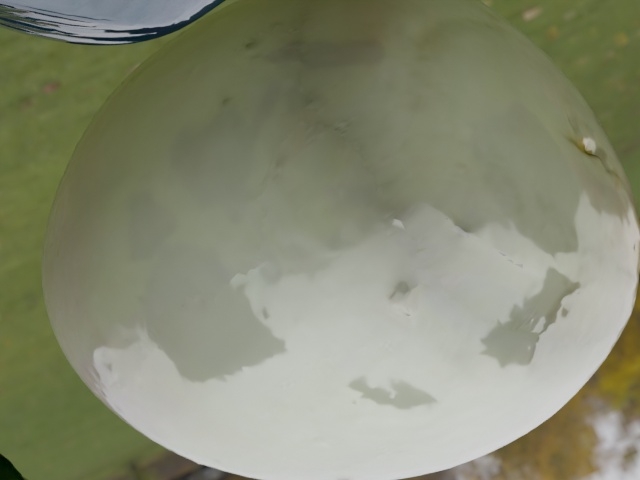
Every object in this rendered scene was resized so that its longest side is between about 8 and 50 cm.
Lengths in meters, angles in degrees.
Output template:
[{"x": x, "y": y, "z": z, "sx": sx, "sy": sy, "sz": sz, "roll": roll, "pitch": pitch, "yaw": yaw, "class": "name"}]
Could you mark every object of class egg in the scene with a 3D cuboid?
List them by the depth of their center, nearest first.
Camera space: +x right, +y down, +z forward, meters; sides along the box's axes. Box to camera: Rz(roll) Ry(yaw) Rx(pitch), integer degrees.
[{"x": 0.000, "y": 0.000, "z": 1.059, "sx": 0.345, "sy": 0.283, "sz": 0.283, "roll": -19, "pitch": 178, "yaw": 24, "class": "egg"}]

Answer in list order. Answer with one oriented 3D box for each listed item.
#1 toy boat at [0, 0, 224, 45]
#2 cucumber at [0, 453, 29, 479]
[{"x": -0.112, "y": -0.111, "z": 0.441, "sx": 0.103, "sy": 0.246, "sz": 0.093, "roll": -62, "pitch": -157, "yaw": 18, "class": "toy boat"}, {"x": -0.241, "y": 0.097, "z": 0.875, "sx": 0.105, "sy": 0.325, "sz": 0.145, "roll": -52, "pitch": -165, "yaw": 16, "class": "cucumber"}]
